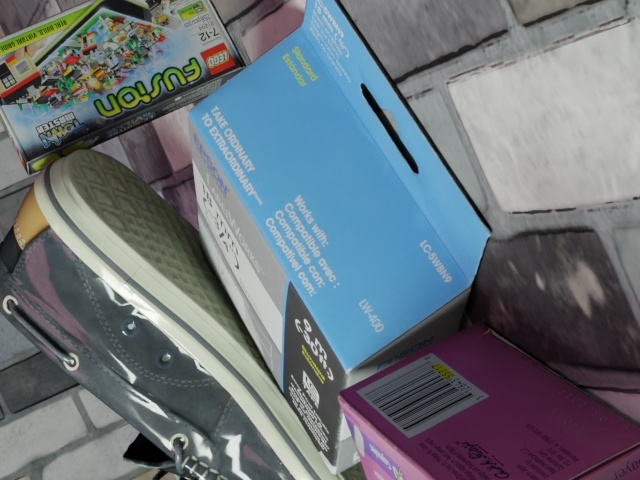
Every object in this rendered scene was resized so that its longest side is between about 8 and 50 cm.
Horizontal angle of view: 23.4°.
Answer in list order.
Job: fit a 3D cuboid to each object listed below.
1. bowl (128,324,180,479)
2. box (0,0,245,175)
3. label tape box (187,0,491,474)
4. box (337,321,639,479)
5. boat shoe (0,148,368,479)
[{"bbox_3d":[-0.108,0.132,1.628,0.311,0.163,0.311,58,164,27],"label":"bowl"},{"bbox_3d":[-0.182,-0.150,1.329,0.114,0.207,0.036,61,165,10],"label":"box"},{"bbox_3d":[0.000,0.000,1.142,0.240,0.106,0.333,58,164,22],"label":"label tape box"},{"bbox_3d":[0.134,0.209,0.992,0.213,0.117,0.243,35,148,62],"label":"box"},{"bbox_3d":[-0.086,0.142,1.333,0.500,0.156,0.187,45,-161,-9],"label":"boat shoe"}]
